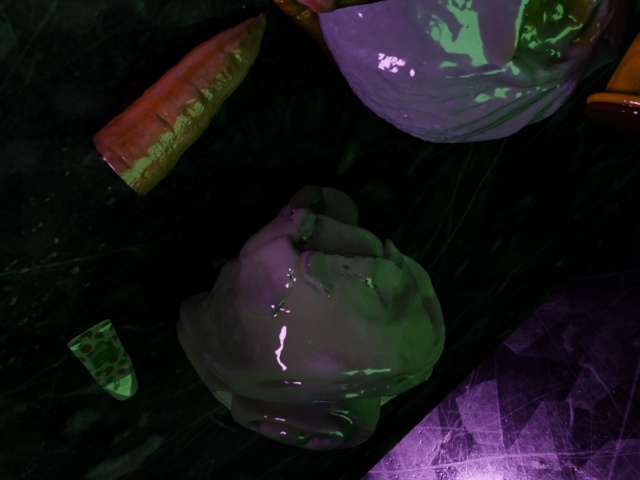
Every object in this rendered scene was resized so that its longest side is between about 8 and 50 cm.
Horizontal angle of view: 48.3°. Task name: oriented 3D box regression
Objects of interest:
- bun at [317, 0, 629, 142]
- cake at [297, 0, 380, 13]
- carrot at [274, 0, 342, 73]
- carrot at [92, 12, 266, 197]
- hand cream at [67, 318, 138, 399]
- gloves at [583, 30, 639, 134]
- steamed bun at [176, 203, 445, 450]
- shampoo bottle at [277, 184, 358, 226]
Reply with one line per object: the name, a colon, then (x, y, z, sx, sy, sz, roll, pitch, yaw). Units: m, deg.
bun: (0.169, -0.247, 0.675, 0.362, 0.211, 0.362, -25, 138, -26)
cake: (0.028, -0.257, 0.418, 0.199, 0.293, 0.196, -24, 154, -31)
carrot: (0.003, -0.216, 0.729, 0.042, 0.042, 0.171, -48, 150, 11)
carrot: (-0.120, -0.136, 0.663, 0.205, 0.072, 0.072, -47, 153, -5)
hand cream: (-0.273, 0.160, 0.922, 0.057, 0.037, 0.165, -33, 145, -19)
gloves: (0.335, -0.240, 0.622, 0.133, 0.116, 0.294, -87, -167, -83)
steamed bun: (-0.009, 0.148, 0.902, 0.346, 0.237, 0.394, -13, 149, 2)
shampoo bottle: (0.000, 0.000, 0.981, 0.118, 0.087, 0.234, -26, 150, -8)
